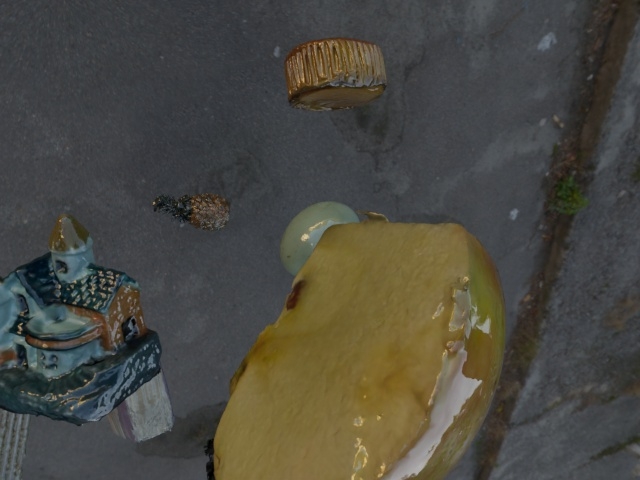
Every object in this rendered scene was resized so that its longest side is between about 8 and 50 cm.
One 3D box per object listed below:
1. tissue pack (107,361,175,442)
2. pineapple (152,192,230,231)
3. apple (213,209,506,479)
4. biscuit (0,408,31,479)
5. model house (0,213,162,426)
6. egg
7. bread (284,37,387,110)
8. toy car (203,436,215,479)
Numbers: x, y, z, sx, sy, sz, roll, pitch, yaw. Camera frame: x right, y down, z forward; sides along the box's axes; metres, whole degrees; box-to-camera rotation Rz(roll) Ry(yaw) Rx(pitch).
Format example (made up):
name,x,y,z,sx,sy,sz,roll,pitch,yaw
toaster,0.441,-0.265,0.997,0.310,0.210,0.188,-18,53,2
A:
name,x,y,z,sx,sy,sz,roll,pitch,yaw
tissue pack,-0.546,0.437,1.216,0.125,0.343,0.242,-13,81,-39
pineapple,-0.344,-0.085,1.121,0.197,0.108,0.108,11,113,-28
apple,0.042,0.146,0.449,0.314,0.252,0.309,86,28,-69
biscuit,-0.714,0.499,0.907,0.144,0.426,0.078,-14,157,23
model house,-0.408,0.103,0.659,0.184,0.253,0.291,-39,136,-64
egg,0.000,0.000,0.898,0.192,0.149,0.149,-39,132,-11
bread,0.027,-0.323,0.820,0.199,0.199,0.104,-9,94,-27
toy car,-0.174,0.523,0.994,0.193,0.301,0.118,-11,89,-15
